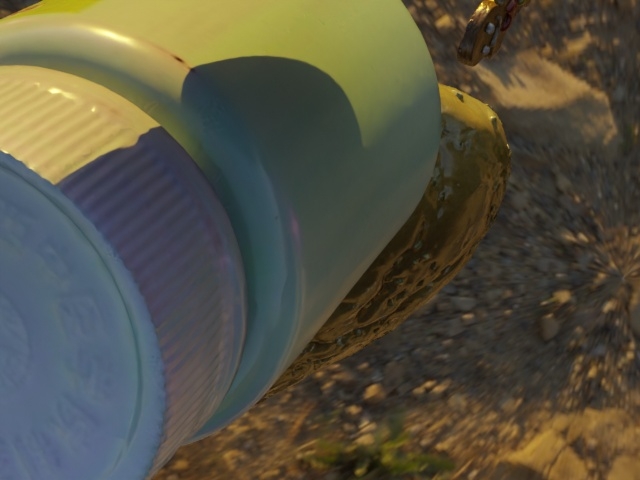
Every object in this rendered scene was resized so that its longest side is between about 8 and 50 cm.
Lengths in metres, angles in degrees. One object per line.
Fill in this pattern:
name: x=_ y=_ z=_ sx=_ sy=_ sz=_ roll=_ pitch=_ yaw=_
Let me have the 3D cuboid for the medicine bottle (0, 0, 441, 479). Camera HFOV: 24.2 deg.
medicine bottle: x=-0.054 y=-0.015 z=0.477 sx=0.139 sy=0.225 sz=0.139 roll=8 pitch=115 yaw=18

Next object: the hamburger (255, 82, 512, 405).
hamburger: x=-0.001 y=0.002 z=1.027 sx=0.285 sy=0.265 sz=0.134 roll=-31 pitch=74 yaw=-26

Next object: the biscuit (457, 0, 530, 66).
biscuit: x=0.200 y=-0.253 z=1.597 sx=0.031 sy=0.205 sz=0.138 roll=27 pitch=139 yaw=14
